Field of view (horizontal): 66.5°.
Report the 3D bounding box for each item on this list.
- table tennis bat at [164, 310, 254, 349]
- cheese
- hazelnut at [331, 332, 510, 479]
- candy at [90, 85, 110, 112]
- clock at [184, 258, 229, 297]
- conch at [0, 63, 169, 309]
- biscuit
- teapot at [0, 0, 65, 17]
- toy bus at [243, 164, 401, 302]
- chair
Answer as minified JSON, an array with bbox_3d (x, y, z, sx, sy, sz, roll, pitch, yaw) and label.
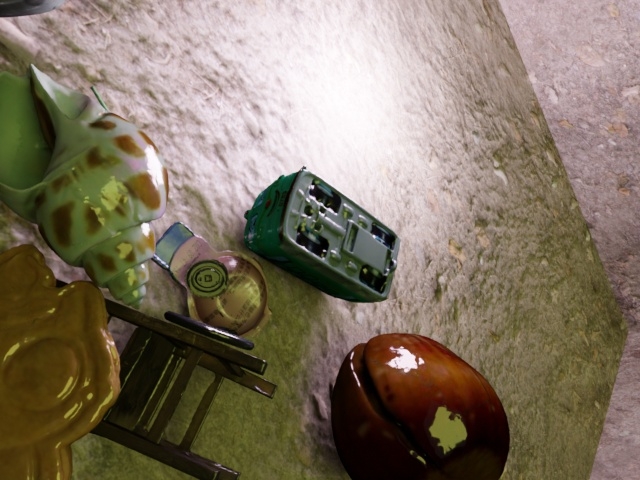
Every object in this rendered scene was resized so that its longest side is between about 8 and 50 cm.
[{"bbox_3d":[-0.177,0.155,0.822,0.150,0.236,0.027,20,78,6],"label":"table tennis bat"},{"bbox_3d":[-0.203,0.086,0.961,0.286,0.074,0.188,45,59,-26],"label":"cheese"},{"bbox_3d":[0.217,0.422,1.135,0.430,0.402,0.401,19,75,-38],"label":"hazelnut"},{"bbox_3d":[-0.355,-0.189,0.868,0.056,0.049,0.184,-27,103,6],"label":"candy"},{"bbox_3d":[-0.212,0.071,0.912,0.084,0.010,0.074,-4,81,-28],"label":"clock"},{"bbox_3d":[-0.356,-0.080,0.727,0.250,0.197,0.367,-17,60,-32],"label":"conch"},{"bbox_3d":[-0.414,0.176,0.658,0.270,0.051,0.375,-8,67,-11],"label":"biscuit"},{"bbox_3d":[-0.509,-0.413,0.599,0.286,0.223,0.304,-16,104,0],"label":"teapot"},{"bbox_3d":[0.000,0.000,1.063,0.344,0.200,0.183,34,63,-35],"label":"toy bus"},{"bbox_3d":[-0.305,0.231,0.805,0.240,0.417,0.203,90,22,-66],"label":"chair"}]
